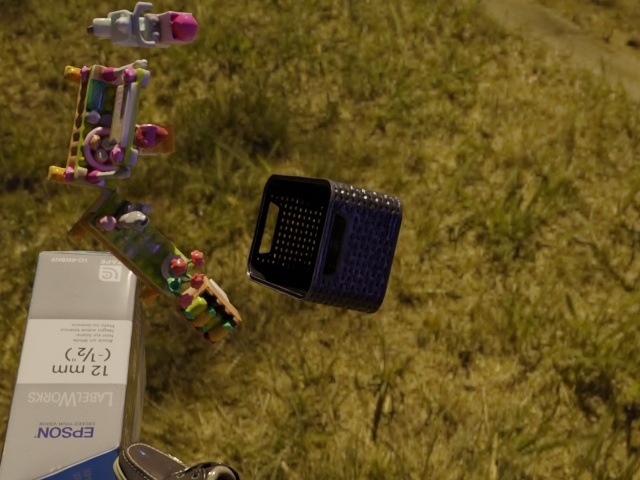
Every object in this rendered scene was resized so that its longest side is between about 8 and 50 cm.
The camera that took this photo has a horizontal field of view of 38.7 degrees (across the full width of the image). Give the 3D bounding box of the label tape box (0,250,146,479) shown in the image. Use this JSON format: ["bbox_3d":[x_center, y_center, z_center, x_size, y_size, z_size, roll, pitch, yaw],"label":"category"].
[{"bbox_3d":[-0.242,0.219,0.918,0.115,0.249,0.347,1,47,-9],"label":"label tape box"}]

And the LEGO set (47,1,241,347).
[{"bbox_3d":[-0.127,-0.040,0.710,0.132,0.286,0.107,-17,10,-34],"label":"LEGO set"}]

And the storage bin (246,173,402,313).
[{"bbox_3d":[0.000,0.000,0.958,0.084,0.122,0.180,13,1,-26],"label":"storage bin"}]

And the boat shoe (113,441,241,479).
[{"bbox_3d":[-0.073,0.172,0.610,0.152,0.049,0.056,27,16,23],"label":"boat shoe"}]
